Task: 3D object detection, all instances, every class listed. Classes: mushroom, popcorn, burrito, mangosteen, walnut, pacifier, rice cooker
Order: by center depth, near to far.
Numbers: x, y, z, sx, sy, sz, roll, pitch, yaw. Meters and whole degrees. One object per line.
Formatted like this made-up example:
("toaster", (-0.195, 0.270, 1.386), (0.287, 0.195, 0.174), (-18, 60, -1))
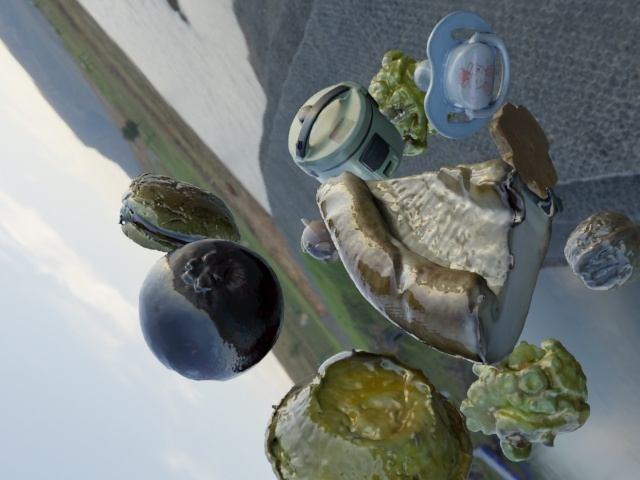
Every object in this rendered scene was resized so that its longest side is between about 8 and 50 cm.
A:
("mangosteen", (-0.167, 0.123, 1.014), (0.228, 0.228, 0.265), (47, 151, 31))
("mushroom", (0.153, 0.024, 1.081), (0.397, 0.314, 0.224), (7, 160, 37))
("rice cooker", (0.058, -0.225, 1.460), (0.244, 0.226, 0.226), (36, -174, -42))
("pacifier", (0.316, -0.394, 1.541), (0.225, 0.238, 0.287), (27, 123, 55))
("burrito", (0.133, -0.287, 1.619), (0.058, 0.188, 0.045), (66, -163, 8))
("popcorn", (0.545, 0.401, 1.714), (0.274, 0.279, 0.335), (49, 149, 6))
("popcorn", (0.232, -0.374, 1.761), (0.250, 0.242, 0.235), (34, 165, -27))
("walnut", (0.794, 0.029, 1.786), (0.224, 0.224, 0.224), (50, 174, 7))

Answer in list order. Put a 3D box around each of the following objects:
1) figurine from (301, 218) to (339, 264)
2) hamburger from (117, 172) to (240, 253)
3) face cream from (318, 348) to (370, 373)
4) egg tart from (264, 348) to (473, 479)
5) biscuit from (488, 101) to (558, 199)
("figurine", (0.000, 0.000, 1.925), (0.138, 0.125, 0.125), (49, 175, 48))
("hamburger", (-0.301, -0.057, 1.416), (0.265, 0.134, 0.285), (11, -161, -19))
("face cream", (0.151, 0.422, 1.943), (0.348, 0.173, 0.081), (41, -147, -48))
("egg tart", (0.078, 0.296, 1.046), (0.345, 0.345, 0.133), (44, 144, 47))
("biscuit", (0.546, -0.237, 1.741), (0.269, 0.051, 0.376), (51, -142, -11))
